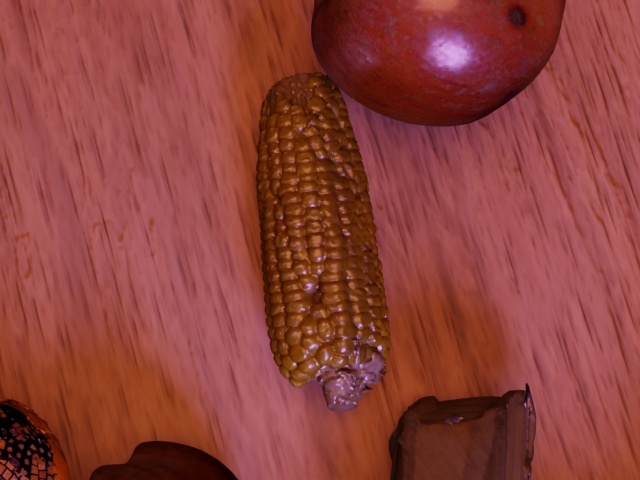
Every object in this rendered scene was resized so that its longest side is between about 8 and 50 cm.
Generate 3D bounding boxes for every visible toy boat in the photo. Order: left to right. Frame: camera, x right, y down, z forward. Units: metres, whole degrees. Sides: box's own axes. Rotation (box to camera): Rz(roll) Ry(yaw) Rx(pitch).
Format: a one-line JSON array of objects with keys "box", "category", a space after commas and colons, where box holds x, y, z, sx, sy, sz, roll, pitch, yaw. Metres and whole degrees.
[{"box": [0.116, 0.338, 1.252, 0.135, 0.162, 0.446, -7, 58, 24], "category": "toy boat"}]

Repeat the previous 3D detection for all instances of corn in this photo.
[{"box": [0.000, 0.000, 1.348, 0.119, 0.119, 0.322, -3, 77, -4], "category": "corn"}]

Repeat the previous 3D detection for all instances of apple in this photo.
[{"box": [0.117, -0.219, 1.332, 0.253, 0.253, 0.254, 1, 79, -3], "category": "apple"}]

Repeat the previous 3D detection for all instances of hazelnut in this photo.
[{"box": [-0.142, 0.279, 1.272, 0.160, 0.170, 0.202, 8, 37, 26], "category": "hazelnut"}]

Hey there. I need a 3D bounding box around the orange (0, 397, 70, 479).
[{"box": [-0.328, 0.225, 1.225, 0.234, 0.234, 0.182, 2, 78, -3], "category": "orange"}]
